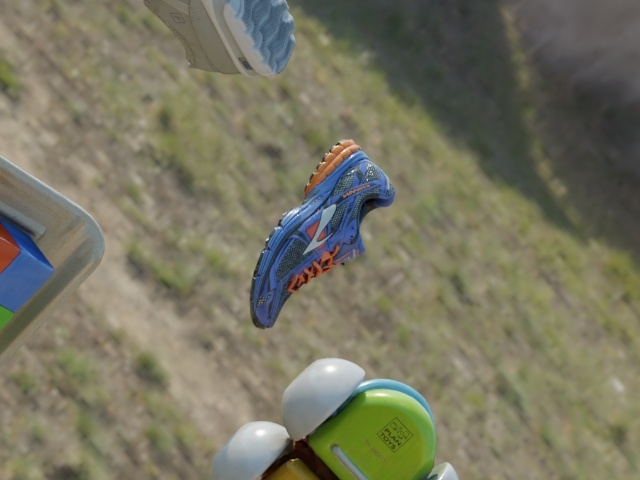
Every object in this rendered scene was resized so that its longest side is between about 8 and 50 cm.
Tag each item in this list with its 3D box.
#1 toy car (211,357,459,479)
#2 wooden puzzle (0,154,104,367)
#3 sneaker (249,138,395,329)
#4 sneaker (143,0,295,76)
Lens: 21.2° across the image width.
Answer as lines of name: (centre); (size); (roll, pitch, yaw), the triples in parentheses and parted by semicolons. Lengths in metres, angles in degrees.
toy car: (0.020, 0.177, 1.338); (0.159, 0.182, 0.136); (46, 21, 0)
wooden puzzle: (-0.359, 0.050, 1.272); (0.348, 0.322, 0.080); (38, 8, -50)
sneaker: (0.000, 0.000, 1.739); (0.087, 0.221, 0.083); (32, -15, 7)
sneaker: (-0.131, -0.246, 1.466); (0.281, 0.115, 0.105); (62, 36, -32)
